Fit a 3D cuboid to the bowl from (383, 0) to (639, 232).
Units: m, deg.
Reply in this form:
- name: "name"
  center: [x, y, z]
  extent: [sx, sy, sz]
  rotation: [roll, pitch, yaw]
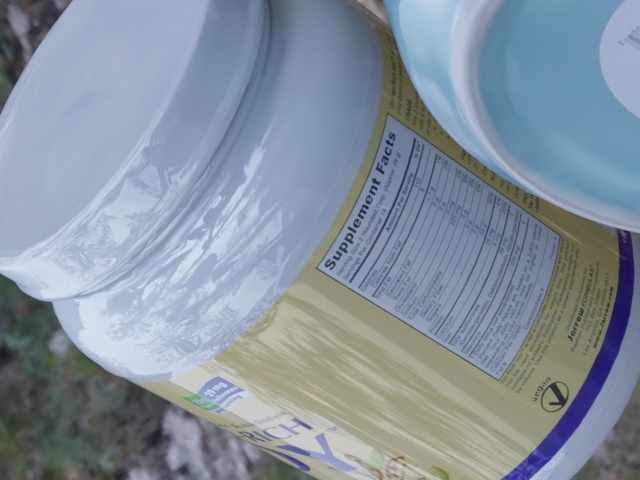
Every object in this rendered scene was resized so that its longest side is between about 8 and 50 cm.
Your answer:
- name: "bowl"
  center: [0.144, -0.116, 0.579]
  extent: [0.311, 0.311, 0.163]
  rotation: [73, -157, -50]

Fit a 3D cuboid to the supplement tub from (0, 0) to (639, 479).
- name: "supplement tub"
  center: [0.000, 0.000, 0.870]
  extent: [0.331, 0.241, 0.241]
  rotation: [32, -176, -30]
